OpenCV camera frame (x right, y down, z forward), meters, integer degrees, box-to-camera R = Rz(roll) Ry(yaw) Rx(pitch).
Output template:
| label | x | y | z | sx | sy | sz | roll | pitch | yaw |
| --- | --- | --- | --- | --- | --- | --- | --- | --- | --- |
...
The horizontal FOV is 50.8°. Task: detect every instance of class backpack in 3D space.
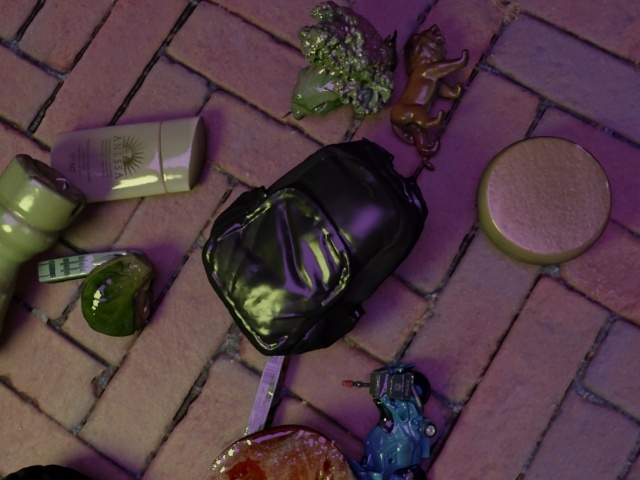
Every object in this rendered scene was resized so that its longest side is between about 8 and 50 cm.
| label | x | y | z | sx | sy | sz | roll | pitch | yaw |
| --- | --- | --- | --- | --- | --- | --- | --- | --- | --- |
| backpack | 0.000 | 0.000 | 1.350 | 0.445 | 0.255 | 0.363 | -38 | 76 | 13 |

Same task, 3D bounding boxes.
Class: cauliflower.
| label | x | y | z | sx | sy | sz | roll | pitch | yaw |
| --- | --- | --- | --- | --- | --- | --- | --- | --- | --- |
| cauliflower | 0.028 | -0.362 | 1.458 | 0.315 | 0.239 | 0.256 | -41 | 103 | 15 |

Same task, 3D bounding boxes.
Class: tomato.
| label | x | y | z | sx | sy | sz | roll | pitch | yaw |
| --- | --- | --- | --- | --- | --- | --- | --- | --- | --- |
| tomato | -0.071 | 0.506 | 1.301 | 0.338 | 0.144 | 0.338 | 0 | 90 | 1 |

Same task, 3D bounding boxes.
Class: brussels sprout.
| label | x | y | z | sx | sy | sz | roll | pitch | yaw |
| --- | --- | --- | --- | --- | --- | --- | --- | --- | --- |
| brussels sprout | -0.432 | 0.113 | 1.430 | 0.145 | 0.131 | 0.183 | 10 | 91 | -6 |

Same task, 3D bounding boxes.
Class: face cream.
| label | x | y | z | sx | sy | sz | roll | pitch | yaw |
| --- | --- | --- | --- | --- | --- | --- | --- | --- | --- |
| face cream | -0.428 | -0.179 | 1.518 | 0.348 | 0.081 | 0.174 | -5 | 80 | 6 |

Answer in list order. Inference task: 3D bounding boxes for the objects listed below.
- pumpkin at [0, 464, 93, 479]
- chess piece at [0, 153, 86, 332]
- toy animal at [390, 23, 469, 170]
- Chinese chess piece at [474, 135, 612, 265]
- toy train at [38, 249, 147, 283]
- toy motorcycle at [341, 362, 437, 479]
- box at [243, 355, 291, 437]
| label | x | y | z | sx | sy | sz | roll | pitch | yaw |
| --- | --- | --- | --- | --- | --- | --- | --- | --- | --- |
| pumpkin | -0.548 | 0.593 | 1.325 | 0.295 | 0.296 | 0.296 | -1 | 79 | 7 |
| chess piece | -0.687 | 0.041 | 1.409 | 0.234 | 0.234 | 0.442 | 40 | 93 | 12 |
| toy animal | 0.224 | -0.327 | 1.473 | 0.157 | 0.097 | 0.312 | 20 | 84 | 23 |
| Chinese chess piece | 0.455 | -0.083 | 1.383 | 0.273 | 0.102 | 0.273 | -1 | 80 | 5 |
| toy train | -0.506 | 0.054 | 1.499 | 0.233 | 0.051 | 0.052 | -9 | 82 | 5 |
| toy motorcycle | 0.131 | 0.378 | 1.332 | 0.182 | 0.123 | 0.272 | 6 | 81 | -14 |
| box | -0.112 | 0.330 | 1.398 | 0.041 | 0.050 | 0.207 | 14 | 81 | 13 |
